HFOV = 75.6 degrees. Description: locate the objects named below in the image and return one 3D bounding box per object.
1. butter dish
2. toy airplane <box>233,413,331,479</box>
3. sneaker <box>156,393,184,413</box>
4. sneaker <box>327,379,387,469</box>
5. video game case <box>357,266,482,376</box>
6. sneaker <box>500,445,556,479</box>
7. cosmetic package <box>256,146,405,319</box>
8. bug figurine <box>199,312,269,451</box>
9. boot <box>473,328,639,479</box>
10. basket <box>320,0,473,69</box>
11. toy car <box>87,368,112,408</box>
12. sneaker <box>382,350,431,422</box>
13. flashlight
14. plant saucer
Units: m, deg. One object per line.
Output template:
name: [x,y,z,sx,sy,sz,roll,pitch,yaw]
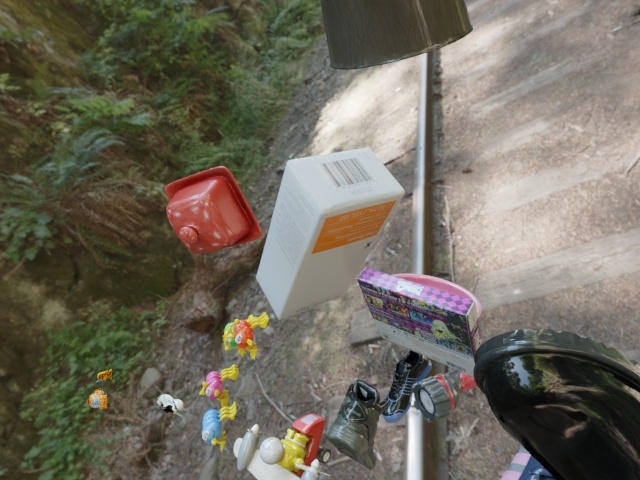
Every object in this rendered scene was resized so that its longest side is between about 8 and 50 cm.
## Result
butter dish: [-0.217,-0.034,0.761,0.160,0.160,0.118,-14,26,23]
toy airplane: [-0.153,0.817,1.467,0.386,0.272,0.384,-21,30,6]
sneaker: [-0.375,0.400,1.007,0.083,0.031,0.037,0,11,27]
sneaker: [0.083,0.360,0.805,0.087,0.227,0.130,17,57,27]
video game case: [0.200,0.162,0.820,0.232,0.210,0.042,15,53,41]
sneaker: [0.294,0.285,0.522,0.112,0.131,0.319,13,17,36]
cosmetic package: [0.000,0.000,1.047,0.230,0.453,0.161,-16,59,-29]
bug figurine: [-0.193,0.267,0.853,0.216,0.072,0.278,-168,97,-74]
boot: [0.272,0.252,0.329,0.131,0.348,0.260,-55,0,38]
basket: [0.065,-0.346,0.491,0.204,0.226,0.154,15,47,45]
toy car: [-0.524,0.345,0.973,0.060,0.041,0.122,32,116,42]
sneaker: [0.242,0.420,1.226,0.081,0.090,0.232,3,47,53]
flashlight: [0.381,0.358,1.049,0.304,0.103,0.103,-13,61,-21]
plant saucer: [0.310,0.203,1.257,0.332,0.084,0.332,3,20,-1]
